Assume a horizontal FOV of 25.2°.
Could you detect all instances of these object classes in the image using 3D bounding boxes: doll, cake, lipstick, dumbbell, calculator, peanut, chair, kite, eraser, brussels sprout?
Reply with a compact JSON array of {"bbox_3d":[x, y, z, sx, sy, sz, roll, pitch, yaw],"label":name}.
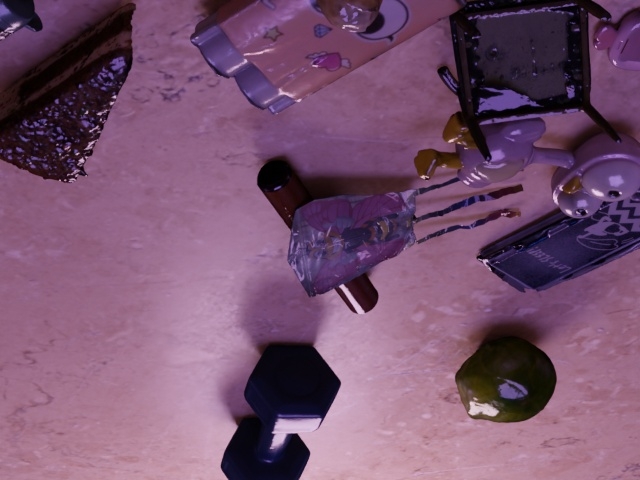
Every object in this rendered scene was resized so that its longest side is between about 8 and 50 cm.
[{"bbox_3d":[0.311,-0.108,1.980,0.365,0.094,0.160,14,142,-25],"label":"doll"},{"bbox_3d":[-0.321,-0.189,1.742,0.135,0.112,0.246,11,140,-20],"label":"cake"},{"bbox_3d":[0.000,0.000,2.099,0.057,0.057,0.356,-18,142,14],"label":"lipstick"},{"bbox_3d":[-0.072,0.316,2.438,0.144,0.160,0.325,25,141,4],"label":"dumbbell"},{"bbox_3d":[0.432,-0.258,1.854,0.166,0.024,0.103,1,143,-12],"label":"calculator"},{"bbox_3d":[0.002,-0.325,1.562,0.099,0.214,0.099,-37,173,-5],"label":"peanut"},{"bbox_3d":[0.249,-0.217,1.750,0.188,0.272,0.166,-8,107,-1],"label":"chair"},{"bbox_3d":[0.392,0.003,2.199,0.274,0.028,0.166,-28,142,28],"label":"calculator"},{"bbox_3d":[0.123,-0.024,2.079,0.361,0.022,0.204,-15,139,-7],"label":"kite"},{"bbox_3d":[0.009,-0.274,1.704,0.291,0.087,0.171,-27,135,24],"label":"eraser"},{"bbox_3d":[0.312,0.239,2.407,0.162,0.143,0.180,-23,169,-11],"label":"brussels sprout"}]

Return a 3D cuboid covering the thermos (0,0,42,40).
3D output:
[{"bbox_3d":[-0.468,-0.233,1.628,0.287,0.145,0.182,-26,149,21],"label":"thermos"}]
